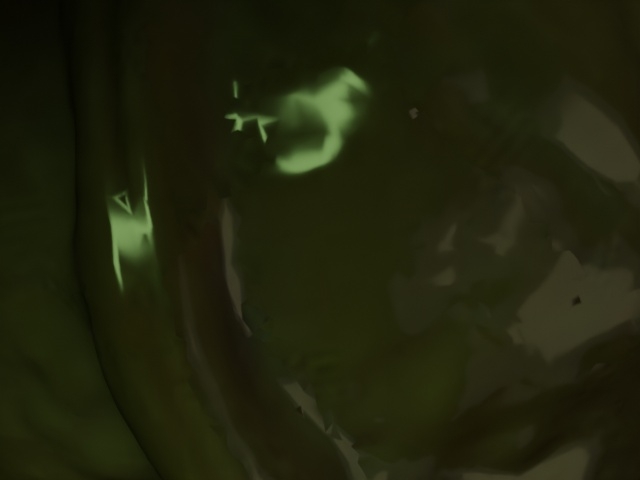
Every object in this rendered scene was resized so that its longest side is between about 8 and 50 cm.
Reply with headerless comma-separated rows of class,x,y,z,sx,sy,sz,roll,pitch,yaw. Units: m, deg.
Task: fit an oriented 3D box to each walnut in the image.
walnut,0.000,0.000,0.586,0.381,0.381,0.381,-40,154,-25
